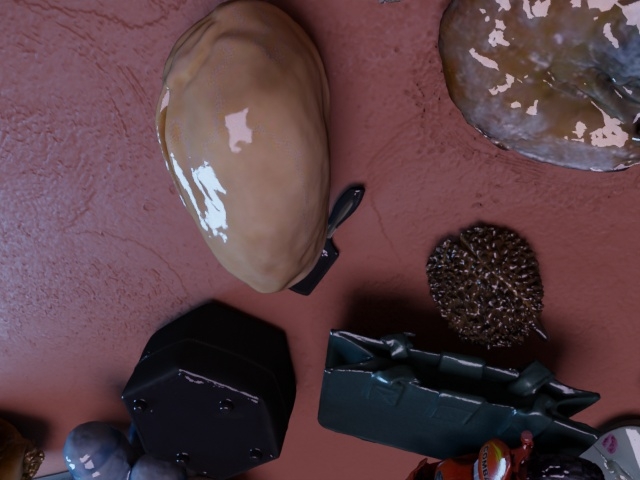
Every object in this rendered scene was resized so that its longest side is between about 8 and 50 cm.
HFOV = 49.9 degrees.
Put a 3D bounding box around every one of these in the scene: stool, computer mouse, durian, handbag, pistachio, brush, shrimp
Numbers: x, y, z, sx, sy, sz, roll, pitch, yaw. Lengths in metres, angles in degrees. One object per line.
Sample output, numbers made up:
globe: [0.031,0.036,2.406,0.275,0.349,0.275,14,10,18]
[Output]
stool: [-0.150,0.213,0.957,0.232,0.141,0.232,6,125,8]
computer mouse: [0.496,0.360,0.954,0.288,0.097,0.159,28,128,-9]
durian: [0.204,0.076,0.815,0.188,0.091,0.148,36,125,-16]
handbag: [0.159,0.209,0.879,0.326,0.089,0.239,15,150,4]
pistachio: [-0.065,-0.094,0.707,0.187,0.188,0.299,0,131,12]
brush: [0.000,0.000,0.850,0.062,0.016,0.193,28,126,-10]
shrimp: [0.323,-0.135,0.638,0.445,0.110,0.221,18,133,3]

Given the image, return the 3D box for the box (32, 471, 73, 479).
box: [-0.433,0.490,1.255,0.269,0.079,0.135,-19,120,23]

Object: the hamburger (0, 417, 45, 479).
hamburger: [-0.597,0.402,1.130,0.285,0.243,0.146,-5,123,-3]

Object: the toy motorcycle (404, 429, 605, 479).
toy motorcycle: [0.206,0.310,0.848,0.171,0.089,0.298,21,146,-11]

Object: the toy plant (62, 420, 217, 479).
toy plant: [-0.276,0.399,1.062,0.247,0.247,0.332,-20,118,24]

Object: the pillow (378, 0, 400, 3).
pillow: [0.142,-0.275,0.570,0.229,0.128,0.051,-8,168,18]
